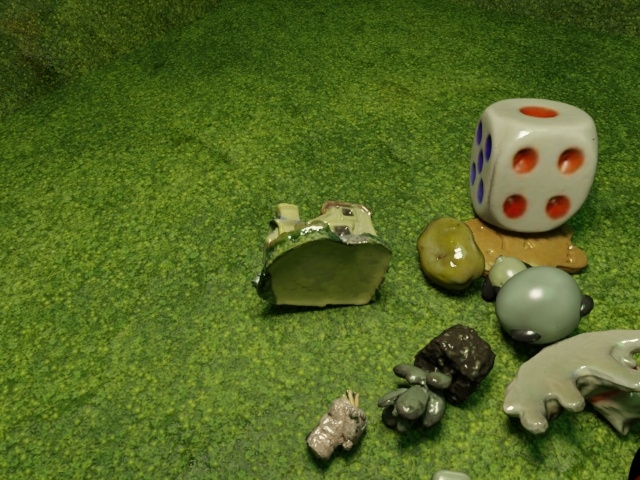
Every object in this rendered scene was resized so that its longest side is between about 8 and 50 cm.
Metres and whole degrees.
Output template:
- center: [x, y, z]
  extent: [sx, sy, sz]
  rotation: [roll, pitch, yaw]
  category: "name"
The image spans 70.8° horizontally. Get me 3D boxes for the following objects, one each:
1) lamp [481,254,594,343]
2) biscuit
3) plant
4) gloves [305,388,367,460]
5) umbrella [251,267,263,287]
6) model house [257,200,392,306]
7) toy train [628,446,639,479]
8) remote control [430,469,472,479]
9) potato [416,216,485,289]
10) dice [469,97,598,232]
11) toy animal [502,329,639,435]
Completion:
- center: [0.503, 0.137, 1.081]
  extent: [0.197, 0.198, 0.244]
  rotation: [-10, 26, -7]
  category: "lamp"
- center: [0.562, 0.013, 1.287]
  extent: [0.354, 0.052, 0.275]
  rotation: [2, 48, 3]
  category: "biscuit"
- center: [0.244, 0.298, 0.970]
  extent: [0.274, 0.146, 0.149]
  rotation: [-31, 57, -24]
  category: "plant"
- center: [0.038, 0.388, 0.931]
  extent: [0.144, 0.110, 0.094]
  rotation: [-46, 65, 1]
  category: "gloves"
- center: [-0.122, 0.060, 1.264]
  extent: [0.188, 0.046, 0.050]
  rotation: [-47, 17, -33]
  category: "umbrella"
- center: [0.000, 0.000, 1.157]
  extent: [0.321, 0.261, 0.266]
  rotation: [3, 44, -16]
  category: "model house"
- center: [0.735, 0.425, 0.840]
  extent: [0.231, 0.163, 0.369]
  rotation: [22, 52, 31]
  category: "toy train"
- center: [0.239, 0.571, 0.795]
  extent: [0.090, 0.038, 0.310]
  rotation: [4, 47, 7]
  category: "remote control"
- center: [0.343, 0.037, 1.204]
  extent: [0.137, 0.155, 0.200]
  rotation: [1, 52, -27]
  category: "potato"
- center: [0.589, -0.222, 1.289]
  extent: [0.276, 0.304, 0.304]
  rotation: [2, 31, 3]
  category: "dice"
- center: [0.544, 0.332, 0.938]
  extent: [0.266, 0.188, 0.308]
  rotation: [3, 36, 44]
  category: "toy animal"
